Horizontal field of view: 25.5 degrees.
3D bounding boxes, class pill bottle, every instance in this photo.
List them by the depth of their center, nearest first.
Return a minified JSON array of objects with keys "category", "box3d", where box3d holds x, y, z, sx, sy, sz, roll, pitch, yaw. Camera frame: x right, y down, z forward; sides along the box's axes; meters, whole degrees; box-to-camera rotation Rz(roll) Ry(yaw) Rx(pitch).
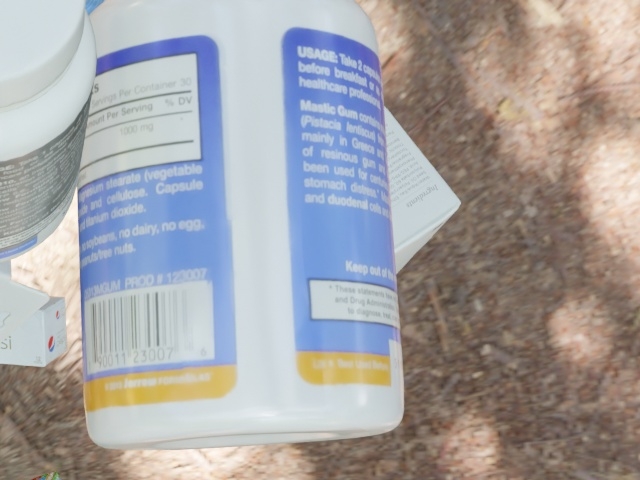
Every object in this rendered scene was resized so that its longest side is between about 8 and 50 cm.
[{"category":"pill bottle","box3d":[-0.115,-0.050,0.468,0.078,0.137,0.078,5,67,-12]},{"category":"pill bottle","box3d":[-0.043,-0.039,0.689,0.152,0.152,0.272,0,79,-15]}]

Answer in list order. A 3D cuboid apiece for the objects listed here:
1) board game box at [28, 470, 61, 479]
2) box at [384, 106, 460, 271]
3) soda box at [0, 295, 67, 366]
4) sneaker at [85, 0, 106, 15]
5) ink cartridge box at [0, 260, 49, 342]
[{"category":"board game box","box3d":[-0.205,0.287,1.089,0.048,0.141,0.170,-21,105,15]},{"category":"box","box3d":[0.000,0.000,1.278,0.182,0.181,0.119,-34,81,-28]},{"category":"soda box","box3d":[-0.425,0.104,1.742,0.216,0.069,0.074,3,103,13]},{"category":"sneaker","box3d":[-0.130,-0.176,1.169,0.330,0.130,0.147,28,79,22]},{"category":"ink cartridge box","box3d":[-0.298,0.016,1.023,0.180,0.104,0.060,27,37,-39]}]
